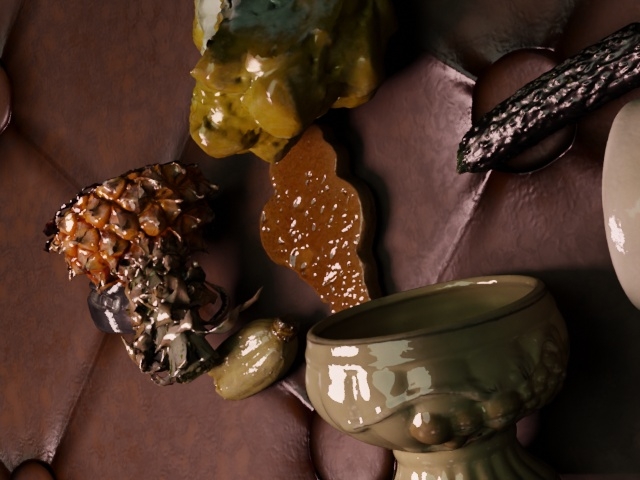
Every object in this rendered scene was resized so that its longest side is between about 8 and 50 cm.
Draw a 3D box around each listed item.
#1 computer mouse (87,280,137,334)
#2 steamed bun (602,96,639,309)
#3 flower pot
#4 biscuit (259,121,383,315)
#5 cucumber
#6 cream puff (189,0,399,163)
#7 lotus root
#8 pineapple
[{"bbox_3d":[-0.302,0.094,2.009,0.192,0.062,0.106,11,96,40],"label":"computer mouse"},{"bbox_3d":[0.379,-0.038,1.340,0.146,0.164,0.242,-5,84,40],"label":"steamed bun"},{"bbox_3d":[0.145,0.186,1.471,0.307,0.307,0.244,-8,99,41],"label":"flower pot"},{"bbox_3d":[0.008,-0.002,1.748,0.183,0.047,0.320,-44,60,34],"label":"biscuit"},{"bbox_3d":[0.260,-0.152,1.511,0.300,0.072,0.072,-30,69,36],"label":"cucumber"},{"bbox_3d":[-0.036,-0.256,1.688,0.274,0.270,0.323,-1,67,4],"label":"cream puff"},{"bbox_3d":[-0.084,0.156,1.801,0.183,0.077,0.090,-41,70,36],"label":"lotus root"},{"bbox_3d":[-0.217,0.068,1.812,0.262,0.262,0.272,-40,64,33],"label":"pineapple"}]
